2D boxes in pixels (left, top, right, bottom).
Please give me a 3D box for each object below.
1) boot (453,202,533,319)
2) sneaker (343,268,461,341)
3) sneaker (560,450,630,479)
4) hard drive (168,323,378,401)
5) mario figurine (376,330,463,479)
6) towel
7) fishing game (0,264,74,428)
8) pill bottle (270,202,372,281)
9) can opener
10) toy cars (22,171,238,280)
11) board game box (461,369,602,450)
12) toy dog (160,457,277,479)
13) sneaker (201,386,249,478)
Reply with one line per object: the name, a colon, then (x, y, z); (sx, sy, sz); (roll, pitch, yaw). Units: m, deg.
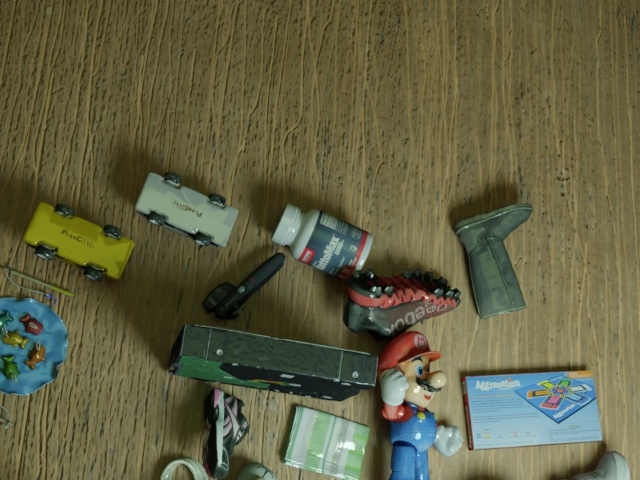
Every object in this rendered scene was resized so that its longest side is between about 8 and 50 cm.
boot: (0.381, 0.042, 1.905); (0.189, 0.076, 0.209); (-19, 72, -4)
sneaker: (0.154, 0.130, 1.809); (0.276, 0.097, 0.135); (1, 117, -36)
sneaker: (0.501, 0.498, 1.786); (0.111, 0.103, 0.252); (42, 68, -1)
hard drive: (-0.092, 0.220, 1.646); (0.338, 0.237, 0.064); (10, 71, -10)
mario figurine: (0.190, 0.326, 1.715); (0.170, 0.198, 0.321); (-3, 79, -2)
towel: (0.012, 0.382, 1.738); (0.152, 0.023, 0.113); (18, 71, -9)
fishing game: (-0.544, 0.187, 1.646); (0.189, 0.041, 0.264); (26, 70, -3)
pill bottle: (0.000, 0.000, 1.802); (0.180, 0.108, 0.108); (24, 70, -6)
can opener: (-0.136, 0.084, 1.769); (0.186, 0.059, 0.073); (-38, 86, -20)
toy cars: (-0.352, -0.022, 1.736); (0.393, 0.087, 0.177); (-18, 84, -22)
board game box: (0.423, 0.338, 1.853); (0.281, 0.027, 0.145); (0, 76, -14)
toy dog: (-0.184, 0.532, 1.571); (0.220, 0.161, 0.334); (14, 71, -10)
sneaker: (-0.163, 0.342, 1.656); (0.077, 0.072, 0.178); (16, 43, -19)
